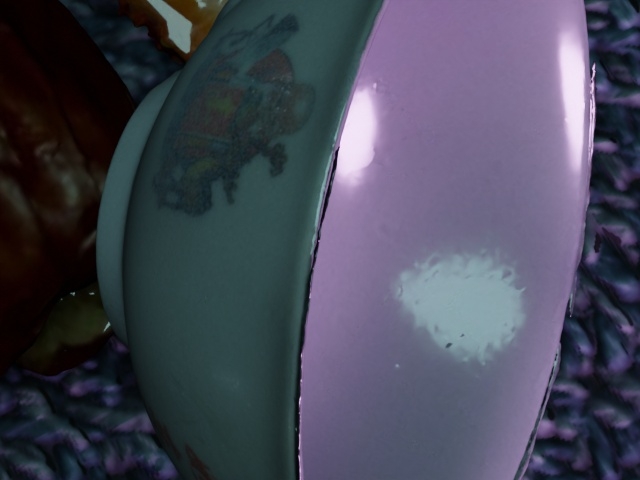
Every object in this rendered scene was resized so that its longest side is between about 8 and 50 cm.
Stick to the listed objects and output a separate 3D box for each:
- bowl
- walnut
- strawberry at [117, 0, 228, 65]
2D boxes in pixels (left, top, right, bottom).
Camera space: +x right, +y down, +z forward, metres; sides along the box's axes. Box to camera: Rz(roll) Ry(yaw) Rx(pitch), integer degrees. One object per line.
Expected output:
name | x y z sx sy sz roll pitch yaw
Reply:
bowl | 0.000 0.000 0.737 0.157 0.345 0.346 11 75 24
walnut | -0.218 -0.029 0.778 0.244 0.222 0.269 -39 91 23
strawberry | -0.026 -0.135 0.860 0.192 0.085 0.140 -14 85 1
